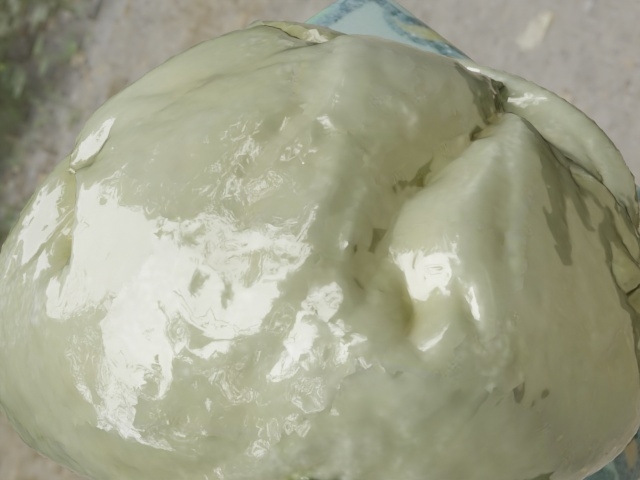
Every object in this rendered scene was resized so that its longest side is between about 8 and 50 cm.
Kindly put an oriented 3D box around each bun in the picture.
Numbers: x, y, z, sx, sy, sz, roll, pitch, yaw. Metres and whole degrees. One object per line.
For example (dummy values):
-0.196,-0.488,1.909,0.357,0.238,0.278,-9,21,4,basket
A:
0.000,0.000,0.631,0.259,0.259,0.160,-168,73,-69,bun

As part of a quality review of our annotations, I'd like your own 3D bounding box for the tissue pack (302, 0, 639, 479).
0.058,0.026,0.941,0.228,0.311,0.128,-39,-19,-35,tissue pack
